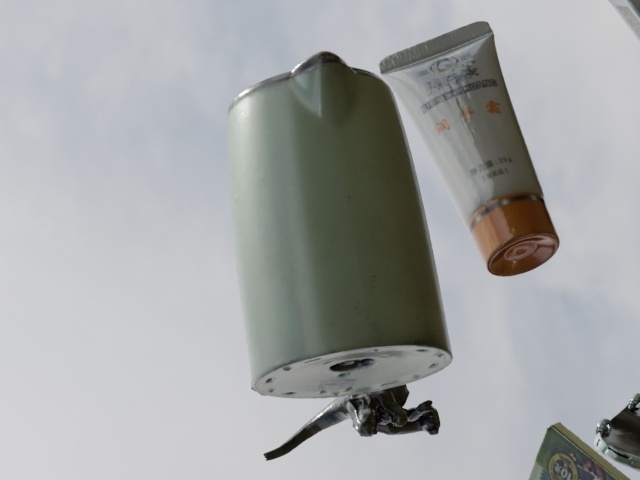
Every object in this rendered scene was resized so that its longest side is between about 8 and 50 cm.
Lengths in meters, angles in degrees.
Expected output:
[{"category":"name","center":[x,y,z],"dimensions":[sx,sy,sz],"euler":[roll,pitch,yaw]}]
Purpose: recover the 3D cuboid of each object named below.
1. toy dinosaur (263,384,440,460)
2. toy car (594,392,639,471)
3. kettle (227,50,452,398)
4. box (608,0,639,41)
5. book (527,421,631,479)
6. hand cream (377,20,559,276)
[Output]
[{"category":"toy dinosaur","center":[0.019,0.150,1.496],"dimensions":[0.187,0.179,0.087],"euler":[60,-157,-77]},{"category":"toy car","center":[0.423,0.258,2.096],"dimensions":[0.205,0.095,0.056],"euler":[-22,-48,-55]},{"category":"kettle","center":[0.000,0.000,1.346],"dimensions":[0.240,0.165,0.255],"euler":[118,143,-68]},{"category":"box","center":[0.502,-0.270,2.060],"dimensions":[0.243,0.155,0.067],"euler":[49,177,-18]},{"category":"book","center":[0.306,0.404,1.889],"dimensions":[0.018,0.228,0.322],"euler":[-12,-53,-40]},{"category":"hand cream","center":[0.180,-0.110,1.794],"dimensions":[0.089,0.139,0.314],"euler":[66,-179,-57]}]
